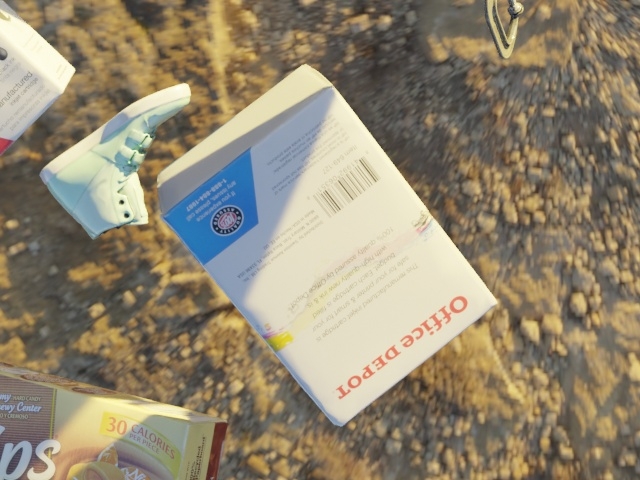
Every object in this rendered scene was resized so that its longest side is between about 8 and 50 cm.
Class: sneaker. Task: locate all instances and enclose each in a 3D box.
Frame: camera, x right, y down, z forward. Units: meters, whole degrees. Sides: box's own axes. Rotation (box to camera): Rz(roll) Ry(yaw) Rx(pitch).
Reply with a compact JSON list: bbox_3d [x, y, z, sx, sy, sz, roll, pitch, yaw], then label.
[{"bbox_3d":[-0.261,-0.109,1.964,0.256,0.094,0.151,-35,93,11],"label":"sneaker"}]

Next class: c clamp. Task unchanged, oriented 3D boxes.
[{"bbox_3d":[0.250,-0.331,1.849,0.022,0.161,0.137,4,58,23],"label":"c clamp"}]

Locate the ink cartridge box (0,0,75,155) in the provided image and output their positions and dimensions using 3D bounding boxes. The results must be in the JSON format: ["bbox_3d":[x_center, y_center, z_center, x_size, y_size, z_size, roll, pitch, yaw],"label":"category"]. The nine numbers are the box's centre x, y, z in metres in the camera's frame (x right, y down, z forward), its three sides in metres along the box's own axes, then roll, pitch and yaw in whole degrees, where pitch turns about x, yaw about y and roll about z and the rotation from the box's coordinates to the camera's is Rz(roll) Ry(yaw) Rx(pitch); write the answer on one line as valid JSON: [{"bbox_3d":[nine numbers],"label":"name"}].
[{"bbox_3d":[-0.479,-0.230,1.712,0.197,0.114,0.273,-43,106,13],"label":"ink cartridge box"}]

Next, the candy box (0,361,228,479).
[{"bbox_3d":[-0.263,0.241,1.407,0.316,0.087,0.183,11,89,27],"label":"candy box"}]

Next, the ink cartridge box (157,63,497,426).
[{"bbox_3d":[0.000,0.000,1.152,0.171,0.168,0.233,-37,106,1],"label":"ink cartridge box"}]
